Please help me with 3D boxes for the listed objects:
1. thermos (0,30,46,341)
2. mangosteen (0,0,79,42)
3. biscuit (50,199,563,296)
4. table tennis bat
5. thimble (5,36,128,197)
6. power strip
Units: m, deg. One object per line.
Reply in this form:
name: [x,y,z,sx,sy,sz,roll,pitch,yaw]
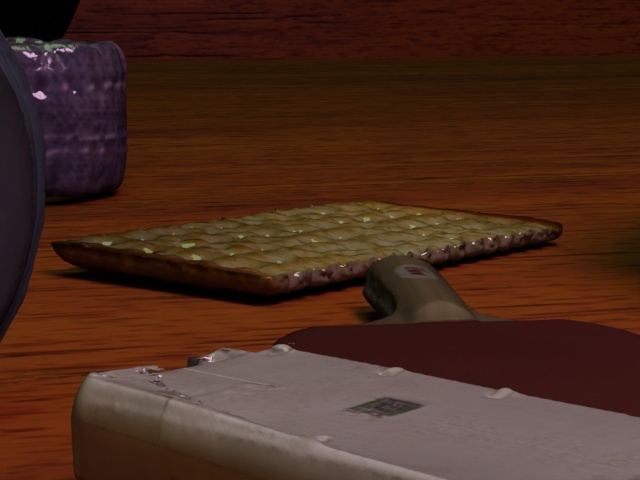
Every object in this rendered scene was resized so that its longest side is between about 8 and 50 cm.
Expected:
thermos: [-0.235,-0.039,0.589,0.286,0.182,0.145,8,11,35]
mangosteen: [-0.381,-0.214,1.334,0.435,0.382,0.382,-36,10,1]
biscuit: [0.000,0.000,0.870,0.139,0.016,0.231,7,11,38]
table tennis bat: [0.048,0.039,0.617,0.138,0.022,0.246,0,10,-7]
thimble: [-0.192,-0.077,1.121,0.150,0.098,0.150,1,8,0]
power strip: [0.020,0.055,0.437,0.081,0.035,0.192,-9,12,-43]
